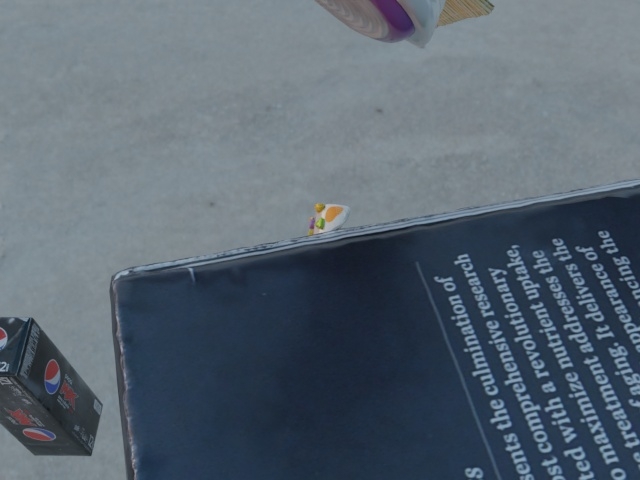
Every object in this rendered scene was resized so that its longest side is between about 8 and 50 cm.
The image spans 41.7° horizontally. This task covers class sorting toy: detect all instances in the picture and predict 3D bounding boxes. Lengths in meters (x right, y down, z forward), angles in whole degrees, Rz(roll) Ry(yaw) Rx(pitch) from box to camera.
[{"bbox_3d":[0.000,0.000,1.071,0.044,0.083,0.075,20,62,-2],"label":"sorting toy"}]

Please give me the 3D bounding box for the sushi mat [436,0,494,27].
[{"bbox_3d":[0.155,-0.454,1.453,0.151,0.019,0.316,-5,-19,42],"label":"sushi mat"}]

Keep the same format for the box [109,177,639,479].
[{"bbox_3d":[0.139,0.224,0.583,0.471,0.480,0.297,-9,52,-8],"label":"box"}]

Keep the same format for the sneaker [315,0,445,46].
[{"bbox_3d":[0.042,-0.190,0.382,0.114,0.305,0.152,37,86,7],"label":"sneaker"}]

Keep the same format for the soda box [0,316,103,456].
[{"bbox_3d":[-0.243,0.128,0.711,0.060,0.169,0.053,-1,54,8],"label":"soda box"}]
